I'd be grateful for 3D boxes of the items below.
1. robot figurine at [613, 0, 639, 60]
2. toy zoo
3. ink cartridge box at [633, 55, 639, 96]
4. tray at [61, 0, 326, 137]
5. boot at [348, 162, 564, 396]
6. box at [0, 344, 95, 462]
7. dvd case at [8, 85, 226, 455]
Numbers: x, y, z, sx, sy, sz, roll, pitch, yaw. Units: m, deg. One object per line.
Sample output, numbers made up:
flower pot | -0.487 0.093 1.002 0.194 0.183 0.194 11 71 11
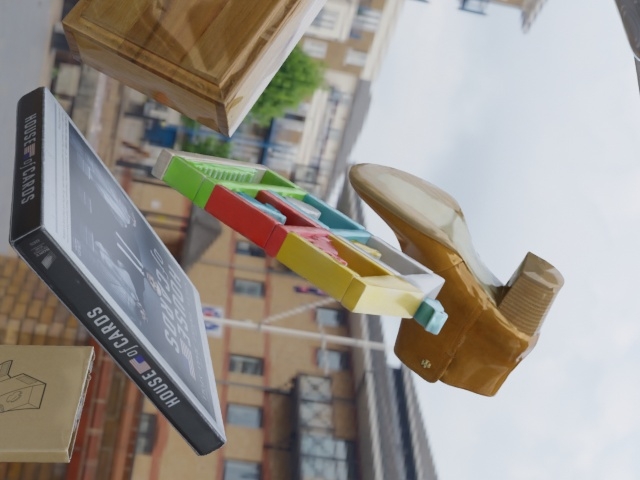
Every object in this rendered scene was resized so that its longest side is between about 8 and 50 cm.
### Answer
robot figurine | 0.295 -0.266 0.754 0.353 0.200 0.300 69 19 -4
toy zoo | 0.000 0.000 0.992 0.192 0.293 0.030 2 118 -62
ink cartridge box | 0.476 -0.260 1.276 0.160 0.093 0.219 -17 -120 34
tray | -0.082 -0.329 1.153 0.410 0.203 0.076 -58 167 -21
boot | 0.125 0.058 1.238 0.104 0.295 0.211 -47 167 -55
box | -0.363 0.177 1.133 0.164 0.201 0.021 -91 -177 -53
dvd case | -0.145 0.024 0.751 0.238 0.030 0.179 58 8 -38
